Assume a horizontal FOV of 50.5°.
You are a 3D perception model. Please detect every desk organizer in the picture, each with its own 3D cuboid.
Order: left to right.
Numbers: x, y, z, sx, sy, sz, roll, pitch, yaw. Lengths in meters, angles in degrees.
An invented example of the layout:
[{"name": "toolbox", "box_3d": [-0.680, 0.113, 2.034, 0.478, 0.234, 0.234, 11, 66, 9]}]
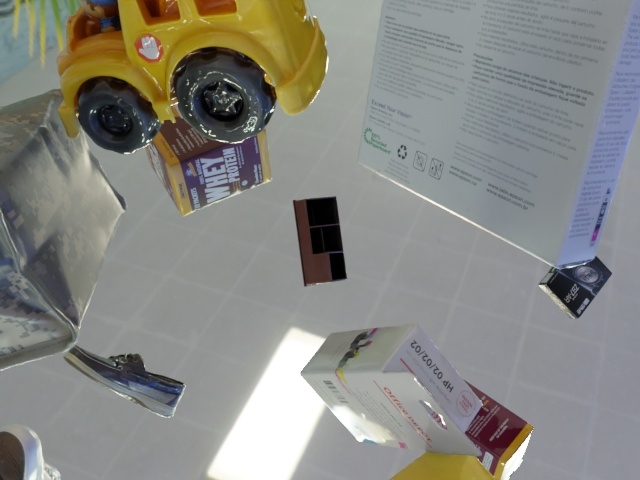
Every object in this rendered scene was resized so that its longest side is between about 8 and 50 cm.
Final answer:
[{"name": "desk organizer", "box_3d": [0.000, 0.000, 1.008, 0.050, 0.130, 0.047, -10, 176, 35]}]

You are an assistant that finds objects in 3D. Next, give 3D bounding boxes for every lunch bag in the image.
[{"name": "lunch bag", "box_3d": [-0.340, 0.012, 0.577, 0.286, 0.169, 0.235, -18, -152, 4]}]

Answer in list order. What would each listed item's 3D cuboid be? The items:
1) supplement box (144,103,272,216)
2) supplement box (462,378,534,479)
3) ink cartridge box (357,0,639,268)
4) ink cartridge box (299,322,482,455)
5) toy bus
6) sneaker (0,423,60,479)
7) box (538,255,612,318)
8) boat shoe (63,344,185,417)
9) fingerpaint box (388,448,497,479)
[{"name": "supplement box", "box_3d": [-0.226, -0.182, 1.320, 0.194, 0.129, 0.191, -24, -130, -18]}, {"name": "supplement box", "box_3d": [0.217, 0.282, 1.039, 0.188, 0.104, 0.080, 32, -127, 30]}, {"name": "ink cartridge box", "box_3d": [0.175, -0.186, 0.693, 0.071, 0.330, 0.324, -6, -153, -32]}, {"name": "ink cartridge box", "box_3d": [0.072, 0.137, 0.628, 0.061, 0.104, 0.181, -48, -165, -29]}, {"name": "toy bus", "box_3d": [-0.123, -0.193, 0.533, 0.220, 0.212, 0.150, -5, -138, 15]}, {"name": "sneaker", "box_3d": [-0.490, 0.379, 1.120, 0.106, 0.290, 0.123, 36, -145, 12]}, {"name": "box", "box_3d": [0.337, 0.051, 0.898, 0.067, 0.018, 0.083, 45, -105, -8]}, {"name": "boat shoe", "box_3d": [-0.327, 0.226, 1.153, 0.080, 0.223, 0.073, 9, -116, 54]}, {"name": "fingerpaint box", "box_3d": [0.222, 0.444, 0.571, 0.163, 0.371, 0.445, -33, -137, -12]}]
